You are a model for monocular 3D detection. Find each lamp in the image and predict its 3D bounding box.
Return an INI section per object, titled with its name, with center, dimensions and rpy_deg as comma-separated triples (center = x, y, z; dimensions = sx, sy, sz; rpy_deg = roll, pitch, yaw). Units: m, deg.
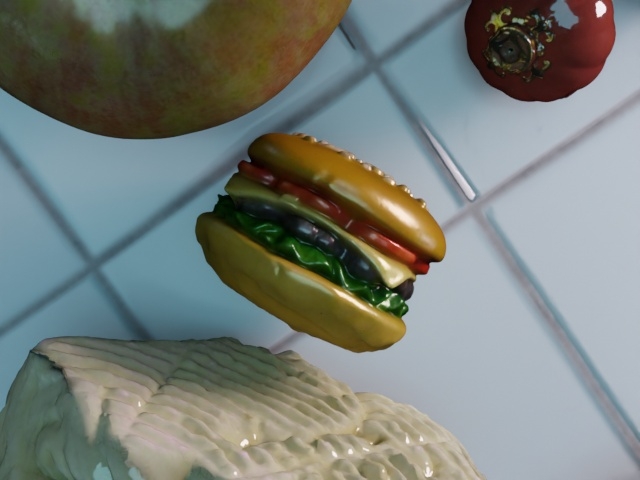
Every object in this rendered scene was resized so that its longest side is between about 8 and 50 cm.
[lamp]
center = 0.145, -0.141, 0.590
dimensions = 0.101, 0.090, 0.101
rpy_deg = 20, 132, 24

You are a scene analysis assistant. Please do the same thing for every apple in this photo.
[apple]
center = -0.099, -0.185, 0.506
dimensions = 0.256, 0.234, 0.257
rpy_deg = -1, 97, -5

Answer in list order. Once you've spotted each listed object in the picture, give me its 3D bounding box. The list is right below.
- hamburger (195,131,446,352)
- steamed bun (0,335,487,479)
[hamburger]
center = 0.000, 0.000, 0.574
dimensions = 0.162, 0.162, 0.115
rpy_deg = 29, 89, -5
[steamed bun]
center = -0.050, 0.194, 0.553
dimensions = 0.320, 0.275, 0.206
rpy_deg = 30, 110, 30
